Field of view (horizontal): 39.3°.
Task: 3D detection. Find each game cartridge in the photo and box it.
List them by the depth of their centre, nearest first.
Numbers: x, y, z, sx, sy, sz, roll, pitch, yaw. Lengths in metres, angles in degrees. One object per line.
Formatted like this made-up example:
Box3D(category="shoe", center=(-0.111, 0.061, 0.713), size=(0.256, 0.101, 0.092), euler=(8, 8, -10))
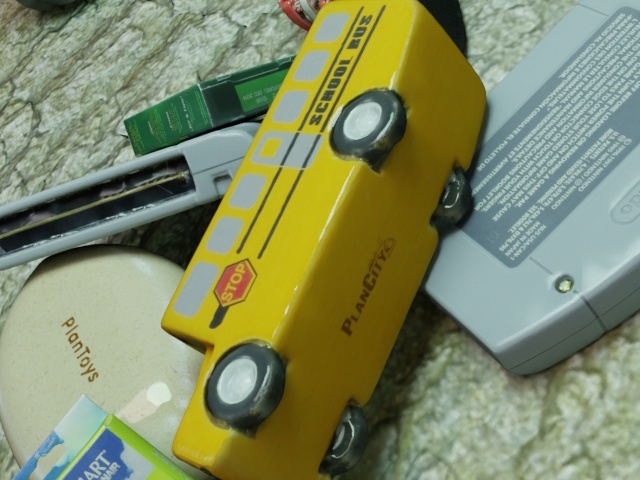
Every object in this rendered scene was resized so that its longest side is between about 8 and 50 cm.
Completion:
Box3D(category="game cartridge", center=(0.187, -0.056, 0.614), size=(0.297, 0.062, 0.198), euler=(-45, 47, 1))
Box3D(category="game cartridge", center=(-0.168, -0.039, 0.778), size=(0.294, 0.060, 0.196), euler=(-18, 4, 10))

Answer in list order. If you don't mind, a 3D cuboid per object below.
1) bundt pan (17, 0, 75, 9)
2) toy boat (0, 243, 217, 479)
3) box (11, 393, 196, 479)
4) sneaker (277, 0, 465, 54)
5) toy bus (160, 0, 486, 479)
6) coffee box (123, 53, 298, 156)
Box3D(category="bundt pan", center=(-0.349, -0.460, 1.275), size=(0.331, 0.124, 0.331), euler=(-21, 48, 24))
Box3D(category="toy boat", center=(-0.209, 0.149, 0.717), size=(0.318, 0.148, 0.267), euler=(-34, 49, 2))
Box3D(category="box", center=(-0.118, 0.197, 0.576), size=(0.109, 0.178, 0.042), euler=(-50, 7, -5))
Box3D(category="sneaker", center=(0.037, -0.223, 0.837), size=(0.145, 0.090, 0.270), euler=(-38, 54, 37))
Box3D(category="toy bus", center=(0.000, 0.000, 0.601), size=(0.130, 0.108, 0.333), euler=(11, 69, 43))
Box3D(category="coffee box", center=(-0.093, -0.118, 0.804), size=(0.113, 0.040, 0.184), euler=(-23, 9, -31))
